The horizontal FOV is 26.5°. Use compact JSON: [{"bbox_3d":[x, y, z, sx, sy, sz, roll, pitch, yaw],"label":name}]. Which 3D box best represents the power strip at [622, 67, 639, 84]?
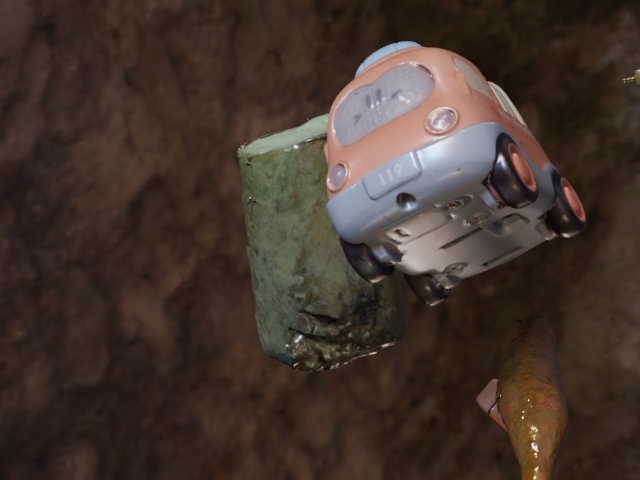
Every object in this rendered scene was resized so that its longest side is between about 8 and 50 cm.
[{"bbox_3d":[0.395,-0.184,1.471,0.051,0.136,0.019,-26,-71,-65],"label":"power strip"}]

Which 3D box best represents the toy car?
[{"bbox_3d":[0.113,-0.078,1.288,0.270,0.181,0.212,21,-134,-57],"label":"toy car"}]

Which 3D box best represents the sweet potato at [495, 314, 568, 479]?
[{"bbox_3d":[0.204,0.145,1.344,0.066,0.072,0.314,-61,9,25],"label":"sweet potato"}]

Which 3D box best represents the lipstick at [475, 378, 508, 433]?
[{"bbox_3d":[0.233,0.211,1.736,0.045,0.045,0.145,39,180,0],"label":"lipstick"}]

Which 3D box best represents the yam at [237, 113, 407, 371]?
[{"bbox_3d":[0.000,0.000,1.674,0.195,0.195,0.300,-78,-19,-80],"label":"yam"}]
